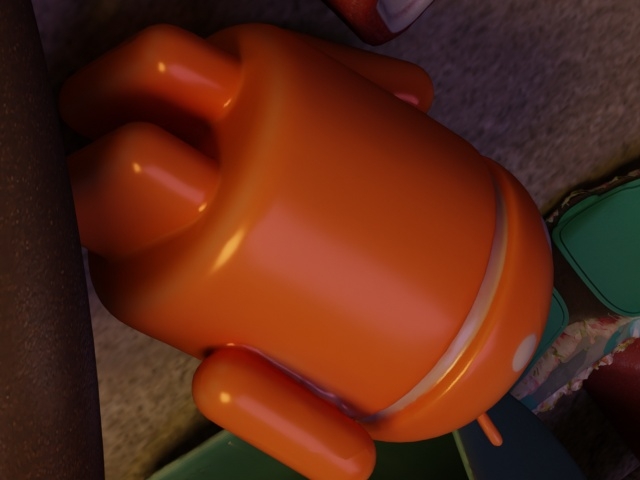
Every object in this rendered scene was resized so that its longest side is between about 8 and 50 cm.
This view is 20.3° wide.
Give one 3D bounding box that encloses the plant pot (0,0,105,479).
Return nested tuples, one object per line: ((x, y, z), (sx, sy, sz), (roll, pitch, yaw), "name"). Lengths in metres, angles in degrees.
((-0.157, 0.013, 0.528), (0.215, 0.215, 0.230), (-8, 114, -42), "plant pot")

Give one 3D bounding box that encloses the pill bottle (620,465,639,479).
((0.174, 0.244, 1.045), (0.283, 0.160, 0.160), (-36, 143, -5), "pill bottle")

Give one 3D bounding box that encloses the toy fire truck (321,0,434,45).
((0.092, -0.213, 0.614), (0.302, 0.169, 0.254), (-47, 168, 0), "toy fire truck")

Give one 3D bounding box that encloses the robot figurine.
((0.001, -0.002, 0.688), (0.219, 0.158, 0.128), (29, 108, -30), "robot figurine")

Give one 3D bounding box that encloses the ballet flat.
((0.125, 0.035, 0.940), (0.241, 0.091, 0.077), (-31, 172, -16), "ballet flat")

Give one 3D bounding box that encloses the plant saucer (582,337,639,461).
((0.284, 0.034, 1.116), (0.259, 0.048, 0.258), (-45, 144, -2), "plant saucer")

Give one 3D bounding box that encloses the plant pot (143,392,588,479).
((0.062, 0.177, 0.841), (0.165, 0.165, 0.234), (-33, 143, 20), "plant pot")
